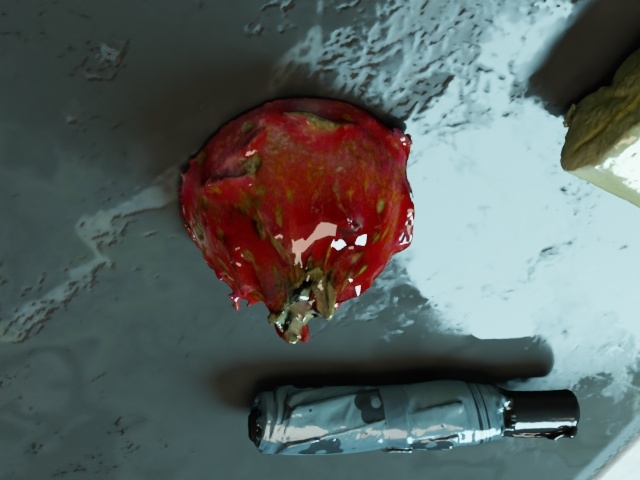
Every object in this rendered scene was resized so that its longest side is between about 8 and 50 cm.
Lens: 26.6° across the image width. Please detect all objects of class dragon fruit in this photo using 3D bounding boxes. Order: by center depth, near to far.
[{"bbox_3d":[0.000,0.000,0.813,0.153,0.111,0.153,-11,136,-11],"label":"dragon fruit"}]

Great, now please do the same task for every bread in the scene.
[{"bbox_3d":[0.255,-0.067,0.860,0.178,0.060,0.139,24,121,-33],"label":"bread"}]

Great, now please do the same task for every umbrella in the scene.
[{"bbox_3d":[0.070,0.126,0.986,0.250,0.052,0.053,-1,97,-15],"label":"umbrella"}]
